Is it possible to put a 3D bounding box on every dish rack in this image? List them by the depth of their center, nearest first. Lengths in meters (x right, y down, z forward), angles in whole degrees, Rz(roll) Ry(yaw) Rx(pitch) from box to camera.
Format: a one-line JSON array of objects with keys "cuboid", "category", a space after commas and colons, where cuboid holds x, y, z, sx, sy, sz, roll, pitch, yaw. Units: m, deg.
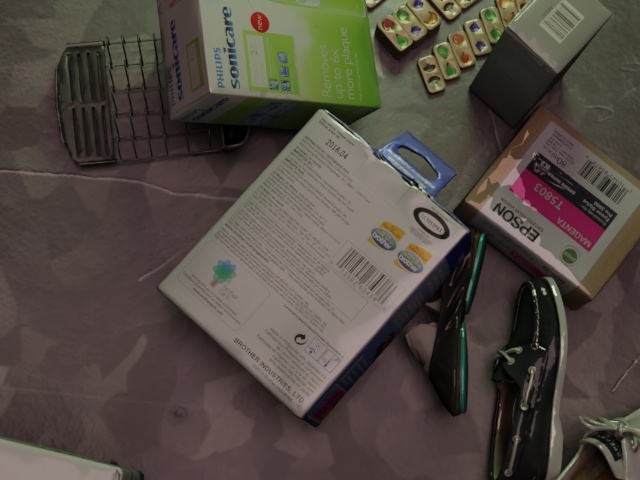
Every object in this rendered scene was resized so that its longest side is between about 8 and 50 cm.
[{"cuboid": [-0.245, -0.212, 1.727, 0.271, 0.074, 0.208, -6, 78, -6], "category": "dish rack"}]

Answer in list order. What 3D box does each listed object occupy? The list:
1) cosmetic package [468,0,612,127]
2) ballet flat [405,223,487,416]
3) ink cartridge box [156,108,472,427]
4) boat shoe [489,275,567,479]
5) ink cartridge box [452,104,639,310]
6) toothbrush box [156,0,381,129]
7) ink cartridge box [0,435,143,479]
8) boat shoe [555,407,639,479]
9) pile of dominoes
[{"cuboid": [0.306, -0.266, 1.705, 0.107, 0.238, 0.127, 42, 75, 2], "category": "cosmetic package"}, {"cuboid": [0.173, 0.110, 1.692, 0.096, 0.095, 0.280, 5, 66, 13], "category": "ballet flat"}, {"cuboid": [0.020, 0.016, 1.623, 0.270, 0.151, 0.395, 41, 87, 13], "category": "ink cartridge box"}, {"cuboid": [0.283, 0.197, 1.667, 0.091, 0.114, 0.302, 4, 77, -10], "category": "boat shoe"}, {"cuboid": [0.344, -0.047, 1.737, 0.235, 0.088, 0.193, 38, 76, 3], "category": "ink cartridge box"}, {"cuboid": [-0.071, -0.271, 1.670, 0.283, 0.122, 0.206, 1, 76, -34], "category": "toothbrush box"}, {"cuboid": [-0.375, 0.323, 1.437, 0.285, 0.395, 0.166, 13, 78, -3], "category": "ink cartridge box"}, {"cuboid": [0.396, 0.293, 1.608, 0.367, 0.136, 0.156, -39, 123, -17], "category": "boat shoe"}, {"cuboid": [0.200, -0.364, 1.816, 0.251, 0.040, 0.196, -39, 84, -11], "category": "pile of dominoes"}]
